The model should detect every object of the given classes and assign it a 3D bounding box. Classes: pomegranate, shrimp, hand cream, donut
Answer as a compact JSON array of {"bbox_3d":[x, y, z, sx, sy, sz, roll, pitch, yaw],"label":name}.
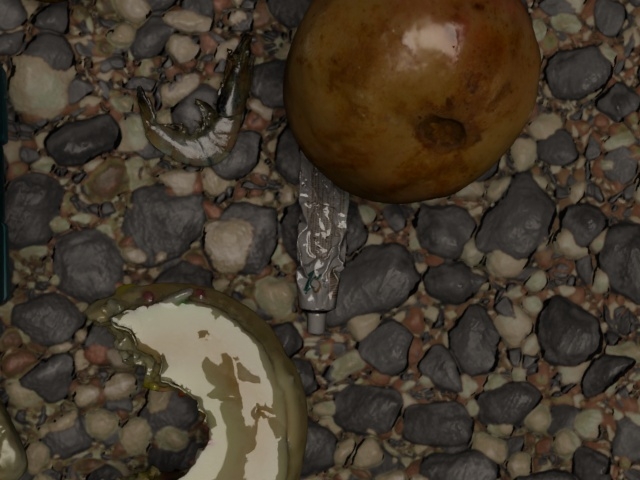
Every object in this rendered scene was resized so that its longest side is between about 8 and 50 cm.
[{"bbox_3d":[0.113,-0.220,1.607,0.338,0.338,0.338,0,89,-11],"label":"pomegranate"},{"bbox_3d":[-0.169,-0.201,1.679,0.147,0.035,0.195,17,87,-8],"label":"shrimp"},{"bbox_3d":[0.001,0.000,1.701,0.084,0.050,0.257,6,85,-8],"label":"hand cream"},{"bbox_3d":[-0.170,0.242,1.608,0.307,0.150,0.371,7,88,-11],"label":"donut"}]

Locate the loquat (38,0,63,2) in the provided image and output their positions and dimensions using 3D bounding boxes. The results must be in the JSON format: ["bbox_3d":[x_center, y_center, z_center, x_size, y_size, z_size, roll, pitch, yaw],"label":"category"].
[{"bbox_3d":[-0.346,-0.374,1.599,0.141,0.141,0.141,0,89,-11],"label":"loquat"}]

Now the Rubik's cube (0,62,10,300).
[{"bbox_3d":[-0.534,-0.072,1.458,0.318,0.322,0.316,-1,88,-10],"label":"Rubik's cube"}]

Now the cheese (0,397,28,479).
[{"bbox_3d":[-0.489,0.211,1.578,0.159,0.093,0.263,-27,93,-13],"label":"cheese"}]
